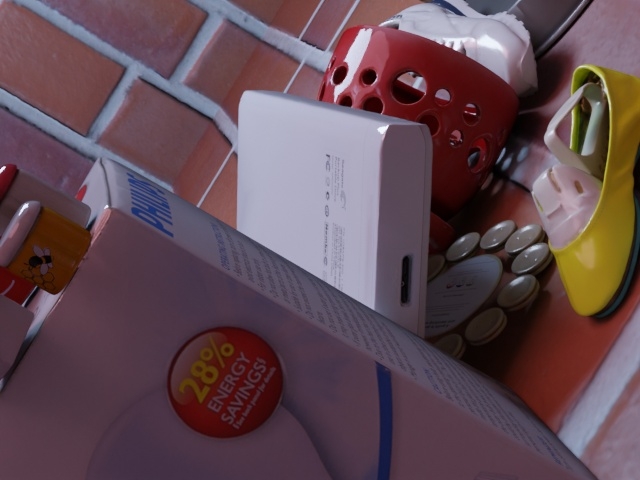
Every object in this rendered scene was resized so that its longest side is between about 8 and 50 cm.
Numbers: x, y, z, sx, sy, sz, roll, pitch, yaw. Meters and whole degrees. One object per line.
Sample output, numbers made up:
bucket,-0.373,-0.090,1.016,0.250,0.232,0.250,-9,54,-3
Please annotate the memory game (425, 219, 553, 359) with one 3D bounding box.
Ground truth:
memory game,0.115,0.049,1.164,0.186,0.012,0.186,-33,21,15

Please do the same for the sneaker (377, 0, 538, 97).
sneaker,0.136,-0.187,1.411,0.235,0.094,0.090,-145,45,-61

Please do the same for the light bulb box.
light bulb box,-0.076,0.193,0.921,0.358,0.361,0.225,-59,14,4

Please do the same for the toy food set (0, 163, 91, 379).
toy food set,-0.221,0.027,0.801,0.232,0.104,0.111,-45,21,41

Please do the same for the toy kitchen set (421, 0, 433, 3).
toy kitchen set,0.154,-0.354,1.831,0.068,0.083,0.075,-63,14,-10

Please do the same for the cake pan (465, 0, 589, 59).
cake pan,0.244,-0.311,1.488,0.293,0.054,0.293,-54,14,20

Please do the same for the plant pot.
plant pot,0.074,-0.092,1.352,0.174,0.191,0.191,-64,14,-7

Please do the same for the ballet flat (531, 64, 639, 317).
ballet flat,0.198,-0.046,1.045,0.077,0.077,0.231,-42,22,49

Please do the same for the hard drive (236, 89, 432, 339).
hard drive,0.000,0.000,1.195,0.353,0.047,0.233,-154,64,-67
